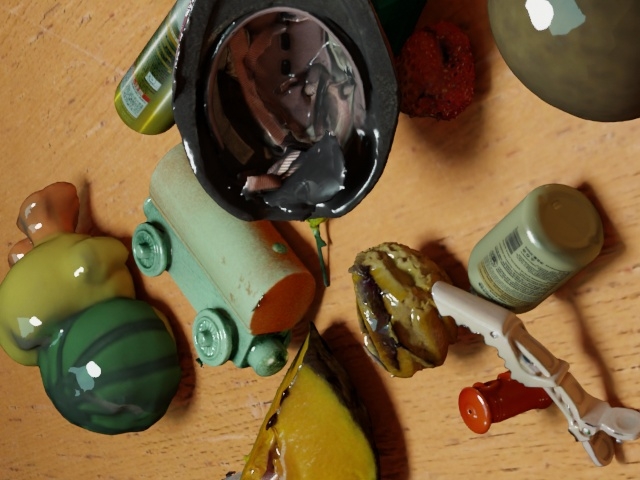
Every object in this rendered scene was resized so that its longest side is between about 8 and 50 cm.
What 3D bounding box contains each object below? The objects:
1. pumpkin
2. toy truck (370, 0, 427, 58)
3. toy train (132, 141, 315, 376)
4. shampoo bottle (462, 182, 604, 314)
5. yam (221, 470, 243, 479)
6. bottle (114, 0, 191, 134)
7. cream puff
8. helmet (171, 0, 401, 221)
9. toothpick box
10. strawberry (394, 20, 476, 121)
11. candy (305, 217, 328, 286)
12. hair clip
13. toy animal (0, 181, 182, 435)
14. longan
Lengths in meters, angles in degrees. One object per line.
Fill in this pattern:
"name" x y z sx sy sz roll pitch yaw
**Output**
"pumpkin" -0.009 0.246 1.858 0.148 0.169 0.312 26 110 -1
"toy truck" 0.019 -0.215 1.574 0.124 0.114 0.253 44 141 20
"toy train" -0.107 0.016 1.891 0.285 0.116 0.177 52 133 36
"shampoo bottle" 0.177 0.018 1.477 0.079 0.079 0.162 62 148 14
"yam" -0.069 0.403 2.023 0.131 0.131 0.280 31 133 46
"bottle" -0.145 -0.210 1.851 0.082 0.082 0.286 64 148 11
"cream puff" 0.082 0.064 1.624 0.119 0.104 0.133 66 -173 -79
"helmet" -0.030 -0.139 1.486 0.154 0.198 0.253 -90 -4 -66
"toothpick box" 0.169 0.145 1.551 0.047 0.083 0.047 31 129 47
"strawberry" 0.100 -0.152 1.509 0.083 0.083 0.096 53 137 27
"candy" 0.000 0.000 1.793 0.035 0.035 0.123 15 128 34
"hair clip" 0.191 0.107 1.468 0.226 0.034 0.072 44 142 -5
"toy animal" -0.317 0.106 2.177 0.338 0.191 0.216 54 144 25
"longan" 0.224 -0.171 1.245 0.204 0.159 0.185 9 140 14
